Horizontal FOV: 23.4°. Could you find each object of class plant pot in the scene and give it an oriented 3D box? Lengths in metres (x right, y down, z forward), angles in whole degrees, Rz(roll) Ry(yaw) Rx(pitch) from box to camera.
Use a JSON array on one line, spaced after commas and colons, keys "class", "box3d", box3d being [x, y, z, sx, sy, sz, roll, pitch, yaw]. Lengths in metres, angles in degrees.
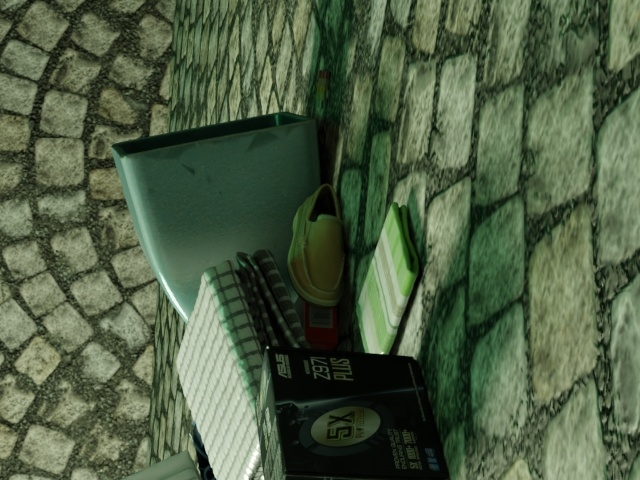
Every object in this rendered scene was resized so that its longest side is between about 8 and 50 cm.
[{"class": "plant pot", "box3d": [-0.122, -0.020, 2.020, 0.248, 0.247, 0.252, -146, 45, -77]}]

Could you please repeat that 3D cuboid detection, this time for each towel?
[{"class": "towel", "box3d": [-0.072, 0.169, 1.811, 0.284, 0.121, 0.235, 111, 142, -56]}, {"class": "towel", "box3d": [0.070, 0.053, 1.557, 0.113, 0.023, 0.152, -101, 22, -47]}]

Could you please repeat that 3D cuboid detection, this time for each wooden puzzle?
[{"class": "wooden puzzle", "box3d": [0.002, -0.197, 2.022, 0.083, 0.006, 0.049, -145, 61, -77]}]

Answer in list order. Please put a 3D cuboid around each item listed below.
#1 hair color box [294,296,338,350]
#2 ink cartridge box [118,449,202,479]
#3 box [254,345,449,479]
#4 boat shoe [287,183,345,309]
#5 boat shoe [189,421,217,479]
[{"class": "hair color box", "box3d": [-0.014, 0.113, 1.877, 0.141, 0.043, 0.072, 121, 151, -64]}, {"class": "ink cartridge box", "box3d": [-0.220, 0.402, 2.259, 0.176, 0.128, 0.127, 90, 154, -70]}, {"class": "box", "box3d": [0.024, 0.182, 1.401, 0.180, 0.147, 0.077, -101, 19, -56]}, {"class": "boat shoe", "box3d": [0.000, 0.000, 1.817, 0.190, 0.068, 0.072, -99, 30, -52]}, {"class": "boat shoe", "box3d": [-0.131, 0.322, 2.284, 0.258, 0.109, 0.089, 81, 180, -64]}]
